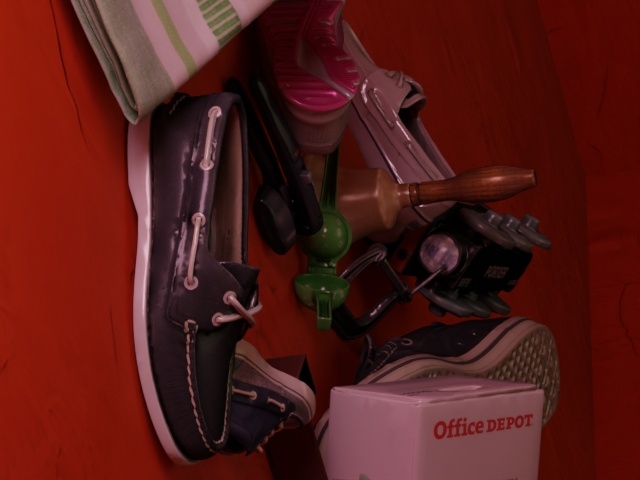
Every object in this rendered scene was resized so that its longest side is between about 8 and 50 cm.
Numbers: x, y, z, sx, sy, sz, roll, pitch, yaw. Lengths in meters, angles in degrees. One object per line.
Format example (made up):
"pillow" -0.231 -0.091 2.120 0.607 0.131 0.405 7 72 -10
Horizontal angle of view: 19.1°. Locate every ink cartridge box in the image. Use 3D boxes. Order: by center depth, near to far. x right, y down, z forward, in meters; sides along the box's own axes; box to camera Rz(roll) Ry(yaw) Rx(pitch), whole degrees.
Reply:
"ink cartridge box" 0.105 0.274 1.831 0.201 0.117 0.278 -1 96 -49

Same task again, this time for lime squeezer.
"lime squeezer" 0.000 0.000 1.935 0.110 0.059 0.310 75 14 -45

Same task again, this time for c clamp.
"c clamp" 0.061 0.048 2.064 0.022 0.137 0.161 46 2 29

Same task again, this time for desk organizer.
"desk organizer" -0.025 0.172 1.769 0.047 0.050 0.130 -70 148 -61

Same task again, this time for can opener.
"can opener" -0.042 -0.079 1.831 0.073 0.059 0.186 -71 150 -59

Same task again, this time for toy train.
"toy train" 0.153 -0.001 2.301 0.142 0.190 0.334 -60 162 10

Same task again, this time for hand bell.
"hand bell" 0.110 -0.052 2.031 0.126 0.242 0.126 -9 90 -75

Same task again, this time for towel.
"towel" -0.101 -0.277 1.504 0.325 0.038 0.248 -47 123 -44

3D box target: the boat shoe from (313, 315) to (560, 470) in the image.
"boat shoe" 0.103 0.191 2.060 0.500 0.156 0.187 -23 110 -59

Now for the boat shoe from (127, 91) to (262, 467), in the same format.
"boat shoe" -0.093 0.026 1.516 0.114 0.091 0.302 20 63 -73

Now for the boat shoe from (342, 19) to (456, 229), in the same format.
"boat shoe" 0.076 -0.146 2.127 0.096 0.088 0.267 8 55 -64

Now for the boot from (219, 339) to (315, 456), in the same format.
"boot" -0.062 0.152 1.638 0.190 0.069 0.086 42 49 -56

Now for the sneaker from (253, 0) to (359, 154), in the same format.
"sneaker" -0.023 -0.183 1.907 0.111 0.103 0.252 99 -10 -45
